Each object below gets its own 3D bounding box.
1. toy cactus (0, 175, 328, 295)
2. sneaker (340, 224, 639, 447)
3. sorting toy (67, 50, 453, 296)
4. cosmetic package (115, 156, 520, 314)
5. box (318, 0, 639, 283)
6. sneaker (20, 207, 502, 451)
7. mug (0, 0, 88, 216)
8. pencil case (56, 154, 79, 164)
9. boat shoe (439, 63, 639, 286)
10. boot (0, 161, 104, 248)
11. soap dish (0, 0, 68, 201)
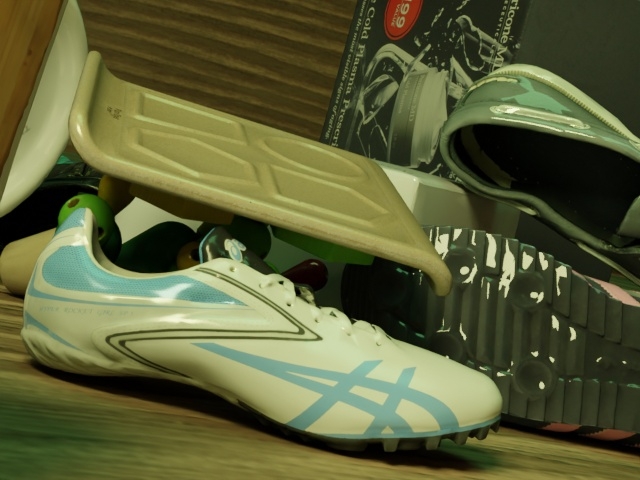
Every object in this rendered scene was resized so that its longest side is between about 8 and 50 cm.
[{"bbox_3d":[-0.106,0.020,0.750,0.181,0.112,0.219,-5,-2,26],"label":"toy cactus"},{"bbox_3d":[0.160,0.077,0.808,0.319,0.112,0.131,18,-12,-3],"label":"sneaker"},{"bbox_3d":[-0.039,-0.035,0.698,0.208,0.038,0.193,21,14,-14],"label":"sorting toy"},{"bbox_3d":[0.000,0.000,0.949,0.224,0.138,0.225,16,6,26],"label":"cosmetic package"},{"bbox_3d":[0.148,-0.092,1.256,0.179,0.343,0.312,14,3,-30],"label":"box"},{"bbox_3d":[-0.023,0.044,0.607,0.237,0.086,0.085,15,2,-4],"label":"sneaker"},{"bbox_3d":[-0.351,-0.120,0.773,0.328,0.276,0.374,24,38,25],"label":"mug"},{"bbox_3d":[-0.266,-0.058,1.355,0.070,0.064,0.152,-18,22,-31],"label":"pencil case"},{"bbox_3d":[0.219,-0.008,0.847,0.319,0.116,0.099,34,33,16],"label":"boat shoe"},{"bbox_3d":[-0.158,-0.028,1.028,0.263,0.091,0.229,-8,6,-2],"label":"boot"},{"bbox_3d":[-0.223,-0.066,0.340,0.291,0.228,0.118,15,-9,12],"label":"soap dish"}]
